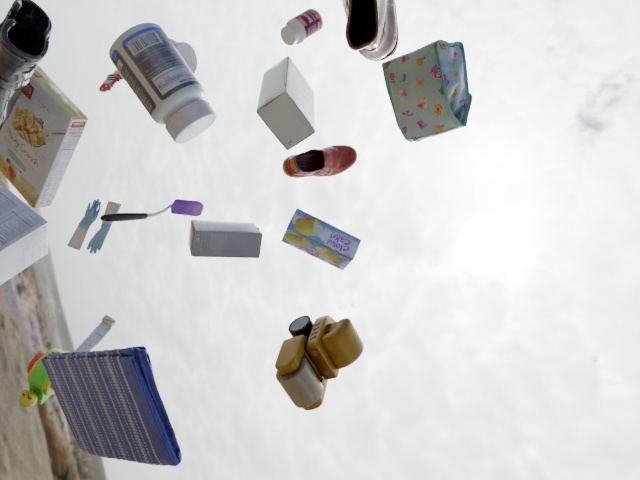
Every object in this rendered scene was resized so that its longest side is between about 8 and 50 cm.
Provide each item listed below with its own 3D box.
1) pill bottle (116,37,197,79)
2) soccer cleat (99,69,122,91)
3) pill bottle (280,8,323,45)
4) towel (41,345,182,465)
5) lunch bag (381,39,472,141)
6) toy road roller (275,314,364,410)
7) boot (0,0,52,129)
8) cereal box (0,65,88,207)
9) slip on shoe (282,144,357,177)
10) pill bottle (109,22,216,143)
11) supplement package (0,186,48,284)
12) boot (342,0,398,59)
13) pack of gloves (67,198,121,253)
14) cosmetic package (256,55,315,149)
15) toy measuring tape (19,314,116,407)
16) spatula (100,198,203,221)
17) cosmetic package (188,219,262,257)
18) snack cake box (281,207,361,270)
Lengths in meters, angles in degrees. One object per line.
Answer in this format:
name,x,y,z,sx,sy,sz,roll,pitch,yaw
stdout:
pill bottle,-0.459,-0.503,1.386,0.216,0.121,0.121,8,-70,27
soccer cleat,-0.638,-0.482,1.495,0.035,0.083,0.029,45,-7,16
pill bottle,-0.067,-0.740,1.723,0.086,0.152,0.086,29,-36,23
towel,-0.419,0.326,0.984,0.336,0.040,0.243,-11,-80,35
lunch bag,0.331,-0.446,1.509,0.223,0.160,0.262,-5,-79,48
toy road roller,0.008,0.396,1.708,0.240,0.329,0.203,-20,-66,24
boot,-0.545,-0.326,0.856,0.222,0.118,0.338,-44,-128,17
cereal box,-0.587,-0.211,1.019,0.173,0.047,0.240,44,-63,11
slip on shoe,0.012,-0.319,1.980,0.101,0.331,0.123,-12,-89,63
pill bottle,-0.200,-0.201,0.640,0.137,0.078,0.078,55,-30,-4
supplement package,-1.066,0.005,1.603,0.198,0.263,0.199,38,-44,3
boot,0.040,-0.376,0.654,0.280,0.096,0.264,-47,133,-70
pack of gloves,-0.926,-0.056,2.051,0.195,0.046,0.232,13,-105,30
cosmetic package,-0.103,-0.438,1.555,0.160,0.113,0.309,49,22,-33
toy measuring tape,-0.687,0.310,1.356,0.121,0.330,0.121,17,-46,18
spatula,-0.492,-0.083,1.463,0.084,0.296,0.030,-51,-122,50
cosmetic package,-0.334,-0.005,1.737,0.127,0.237,0.107,-134,-127,-62
snack cake box,0.000,0.000,1.824,0.089,0.264,0.152,-66,-177,-25
